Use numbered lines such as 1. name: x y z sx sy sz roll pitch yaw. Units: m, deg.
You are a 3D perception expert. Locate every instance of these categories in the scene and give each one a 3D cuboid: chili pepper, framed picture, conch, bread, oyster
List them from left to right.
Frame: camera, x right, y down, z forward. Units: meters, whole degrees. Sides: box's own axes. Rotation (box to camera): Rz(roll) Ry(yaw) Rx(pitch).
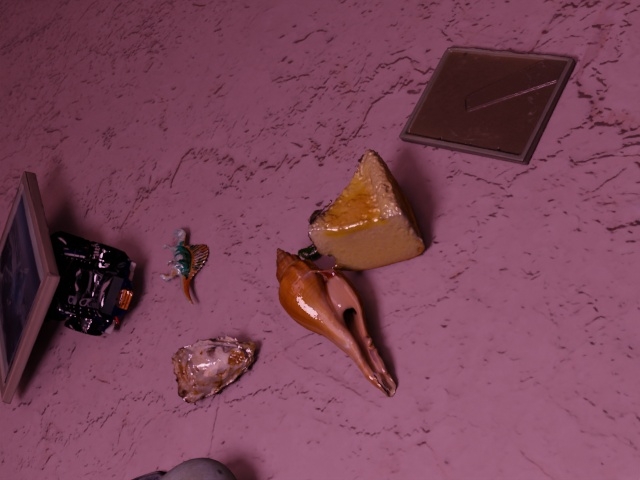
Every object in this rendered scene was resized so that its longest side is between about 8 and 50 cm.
1. framed picture: -0.659 0.089 2.002 0.326 0.028 0.446 -64 33 21
2. oyster: -0.184 0.214 1.595 0.177 0.056 0.105 -35 58 20
3. chili pepper: 0.001 0.001 1.590 0.091 0.034 0.030 -47 10 9
4. conch: 0.023 0.121 1.459 0.109 0.093 0.330 -39 63 -5
5. bread: 0.062 -0.039 1.476 0.160 0.140 0.169 -27 44 12
6. framed picture: 0.268 -0.228 1.505 0.265 0.018 0.192 19 78 47

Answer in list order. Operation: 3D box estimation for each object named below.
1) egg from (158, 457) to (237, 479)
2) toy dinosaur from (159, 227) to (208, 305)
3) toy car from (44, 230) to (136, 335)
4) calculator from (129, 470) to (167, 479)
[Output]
1. egg: -0.197 0.444 1.374 0.169 0.169 0.236 0 61 41
2. toy dinosaur: -0.259 0.046 1.781 0.106 0.044 0.187 -44 40 -12
3. toy car: -0.483 0.095 1.888 0.301 0.118 0.193 12 81 44
4. calculator: -0.341 0.498 1.552 0.268 0.040 0.177 -30 46 8
